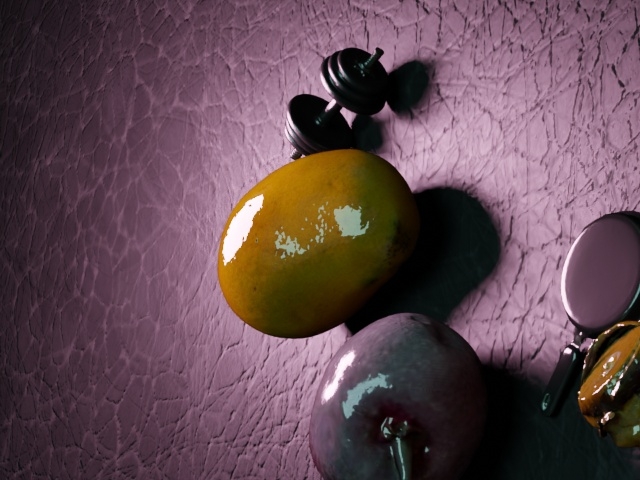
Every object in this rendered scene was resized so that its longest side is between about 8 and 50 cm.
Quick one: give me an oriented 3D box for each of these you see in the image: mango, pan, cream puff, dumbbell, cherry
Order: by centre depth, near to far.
[{"bbox_3d":[0.300,0.129,1.514,0.133,0.104,0.119,-47,9,30],"label":"cream puff"},{"bbox_3d":[0.269,0.077,1.659,0.235,0.028,0.136,-66,32,18],"label":"pan"},{"bbox_3d":[0.083,0.183,1.776,0.213,0.183,0.266,-54,22,10],"label":"cherry"},{"bbox_3d":[0.000,0.000,2.003,0.317,0.173,0.211,-27,57,45],"label":"mango"},{"bbox_3d":[0.019,-0.172,2.099,0.208,0.099,0.099,-49,41,38],"label":"dumbbell"}]
